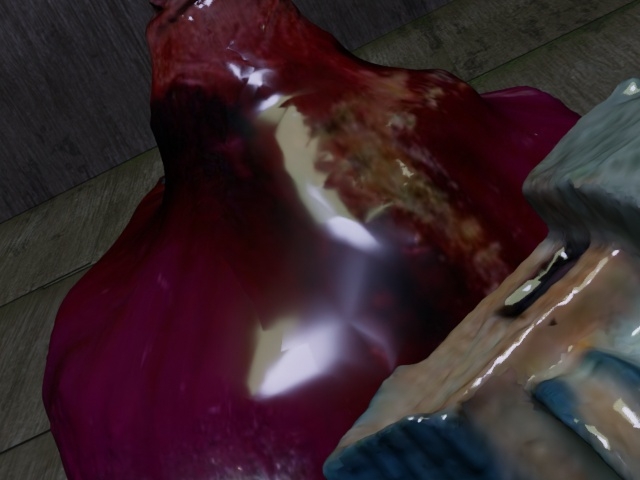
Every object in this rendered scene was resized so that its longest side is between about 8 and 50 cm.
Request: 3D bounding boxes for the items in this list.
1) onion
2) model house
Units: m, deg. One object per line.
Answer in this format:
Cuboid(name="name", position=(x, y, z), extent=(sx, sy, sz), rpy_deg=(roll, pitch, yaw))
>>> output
Cuboid(name="onion", position=(0.000, 0.000, 0.684), extent=(0.398, 0.420, 0.398), rpy_deg=(-17, 29, 10))
Cuboid(name="model house", position=(0.126, 0.131, 0.458), extent=(0.325, 0.267, 0.194), rpy_deg=(-42, 8, -2))
